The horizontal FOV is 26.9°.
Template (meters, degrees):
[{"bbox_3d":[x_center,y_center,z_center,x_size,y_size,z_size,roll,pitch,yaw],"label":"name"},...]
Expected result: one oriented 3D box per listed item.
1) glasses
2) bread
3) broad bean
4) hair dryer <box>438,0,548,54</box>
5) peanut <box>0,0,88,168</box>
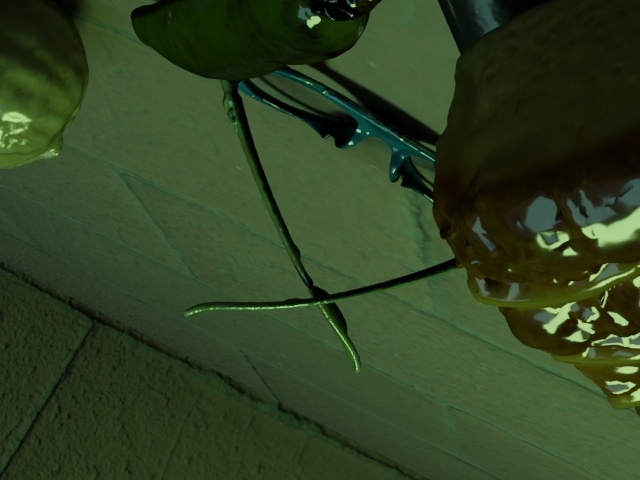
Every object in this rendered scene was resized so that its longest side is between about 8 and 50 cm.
[{"bbox_3d":[0.003,-0.014,0.957,0.239,0.207,0.102,33,-158,-8],"label":"glasses"},{"bbox_3d":[0.183,-0.024,0.451,0.185,0.114,0.275,39,143,-28],"label":"bread"},{"bbox_3d":[-0.038,-0.131,0.788,0.077,0.061,0.339,20,172,-26],"label":"broad bean"},{"bbox_3d":[0.155,-0.097,0.515,0.248,0.070,0.114,0,127,44],"label":"hair dryer"},{"bbox_3d":[-0.311,-0.152,1.082,0.340,0.158,0.174,25,-164,34],"label":"peanut"}]
